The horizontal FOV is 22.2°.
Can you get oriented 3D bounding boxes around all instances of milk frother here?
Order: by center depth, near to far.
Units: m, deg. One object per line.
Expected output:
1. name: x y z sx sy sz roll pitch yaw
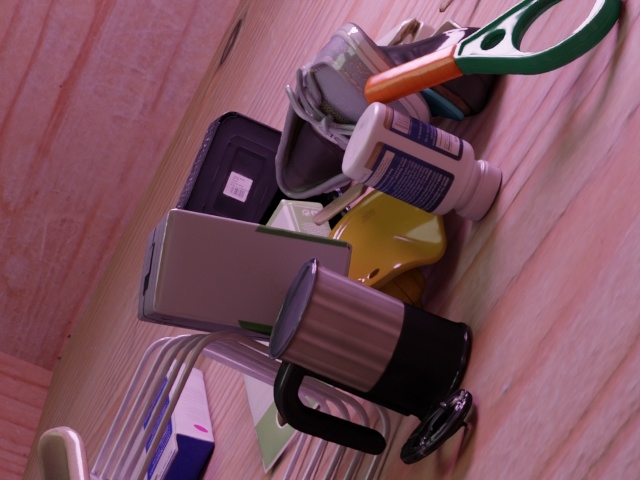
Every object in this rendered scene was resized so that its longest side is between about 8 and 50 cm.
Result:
1. milk frother: 0.039 0.093 1.216 0.143 0.134 0.129 151 140 -71

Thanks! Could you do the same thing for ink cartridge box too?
1. ink cartridge box: -0.071 0.036 1.386 0.208 0.153 0.087 155 124 -80
2. ink cartridge box: -0.027 0.099 1.694 0.171 0.056 0.235 -56 40 39
3. ink cartridge box: -0.202 0.286 2.084 0.176 0.069 0.371 -64 10 9

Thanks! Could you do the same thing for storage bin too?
1. storage bin: -0.118 -0.075 2.253 0.180 0.122 0.084 -69 12 -8

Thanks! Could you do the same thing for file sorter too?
1. file sorter: -0.078 0.186 1.424 0.173 0.192 0.277 -66 12 -10

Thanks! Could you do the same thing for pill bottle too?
1. pill bottle: 0.084 -0.061 1.339 0.067 0.120 0.067 -61 13 24

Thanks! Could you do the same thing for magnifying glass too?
1. magnifying glass: 0.132 -0.150 1.286 0.231 0.026 0.092 -16 39 36

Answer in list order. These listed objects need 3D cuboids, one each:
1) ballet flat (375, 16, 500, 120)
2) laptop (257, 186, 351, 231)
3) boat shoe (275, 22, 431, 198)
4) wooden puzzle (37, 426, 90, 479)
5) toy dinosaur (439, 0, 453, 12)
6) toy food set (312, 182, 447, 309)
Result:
1. ballet flat: 0.100 -0.163 1.568 0.096 0.095 0.280 -58 21 -7
2. laptop: 0.000 0.000 1.862 0.234 0.136 0.264 -60 39 32
3. boat shoe: 0.018 -0.108 1.515 0.103 0.118 0.320 -44 0 -12
4. wooden puzzle: -0.183 0.371 1.285 0.348 0.080 0.322 -119 23 -54
5. toy dinosaur: 0.184 -0.361 1.631 0.118 0.064 0.268 142 147 -80
6. toy food set: 0.067 0.008 1.448 0.128 0.071 0.218 -39 21 12
